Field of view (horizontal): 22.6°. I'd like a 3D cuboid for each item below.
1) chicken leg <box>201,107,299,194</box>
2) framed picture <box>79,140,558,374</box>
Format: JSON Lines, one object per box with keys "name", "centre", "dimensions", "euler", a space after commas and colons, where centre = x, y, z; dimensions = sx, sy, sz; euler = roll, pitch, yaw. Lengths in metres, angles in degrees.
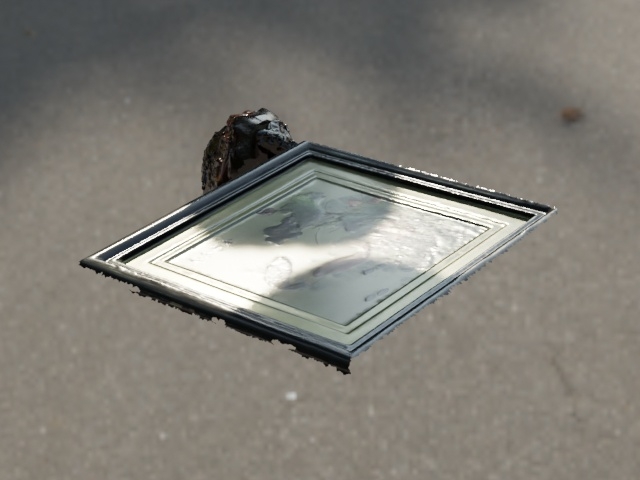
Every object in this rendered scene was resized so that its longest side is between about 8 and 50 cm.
{"name": "chicken leg", "centre": [-0.059, -0.052, 1.287], "dimensions": [0.063, 0.105, 0.234], "euler": [11, -4, -12]}
{"name": "framed picture", "centre": [0.000, 0.000, 0.892], "dimensions": [0.199, 0.010, 0.195], "euler": [18, 34, 37]}
